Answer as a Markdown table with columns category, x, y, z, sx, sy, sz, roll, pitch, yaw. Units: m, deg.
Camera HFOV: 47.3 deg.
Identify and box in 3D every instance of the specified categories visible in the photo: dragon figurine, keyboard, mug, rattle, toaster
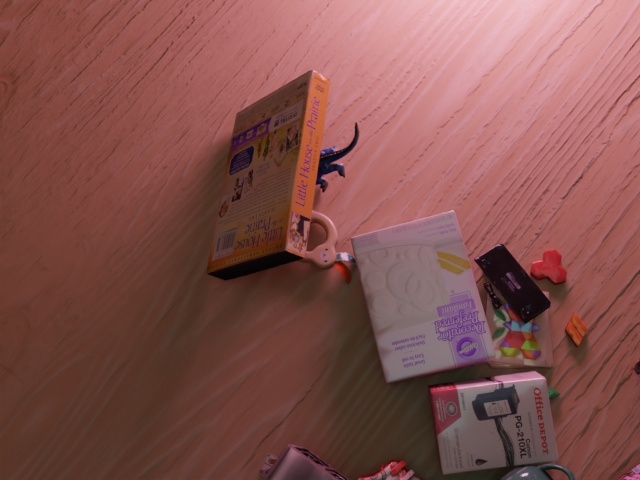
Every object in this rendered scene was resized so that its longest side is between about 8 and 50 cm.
| category | x | y | z | sx | sy | sz | roll | pitch | yaw |
| --- | --- | --- | --- | --- | --- | --- | --- | --- | --- |
| dragon figurine | -0.027 | -0.171 | 1.668 | 0.144 | 0.289 | 0.085 | -3 | 73 | -35 |
| keyboard | 0.410 | 0.101 | 1.613 | 0.108 | 0.023 | 0.180 | -31 | 68 | -12 |
| mug | 0.420 | 0.505 | 1.465 | 0.158 | 0.129 | 0.097 | -28 | 59 | -14 |
| rattle | 0.000 | 0.000 | 1.653 | 0.130 | 0.142 | 0.199 | -32 | 67 | -22 |
| toaster | -0.018 | 0.495 | 1.448 | 0.168 | 0.185 | 0.110 | 29 | 82 | 25 |

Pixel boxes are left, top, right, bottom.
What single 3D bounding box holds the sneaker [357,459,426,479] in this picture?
| category | x | y | z | sx | sy | sz | roll | pitch | yaw |
| --- | --- | --- | --- | --- | --- | --- | --- | --- | --- |
| sneaker | 0.210 | 0.519 | 1.508 | 0.270 | 0.090 | 0.144 | -14 | 76 | 5 |

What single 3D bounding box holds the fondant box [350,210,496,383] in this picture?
| category | x | y | z | sx | sy | sz | roll | pitch | yaw |
| --- | --- | --- | --- | --- | --- | --- | --- | --- | --- |
| fondant box | 0.222 | 0.125 | 1.597 | 0.238 | 0.096 | 0.330 | -15 | 76 | 7 |

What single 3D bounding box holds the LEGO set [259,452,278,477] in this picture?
| category | x | y | z | sx | sy | sz | roll | pitch | yaw |
| --- | --- | --- | --- | --- | --- | --- | --- | --- | --- |
| LEGO set | -0.040 | 0.585 | 1.548 | 0.244 | 0.060 | 0.182 | 19 | 77 | 23 |

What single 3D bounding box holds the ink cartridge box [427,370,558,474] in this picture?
| category | x | y | z | sx | sy | sz | roll | pitch | yaw |
| --- | --- | --- | --- | --- | --- | --- | --- | --- | --- |
| ink cartridge box | 0.355 | 0.375 | 1.515 | 0.237 | 0.100 | 0.171 | -8 | 86 | 3 |

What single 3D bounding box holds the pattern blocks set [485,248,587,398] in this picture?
| category | x | y | z | sx | sy | sz | roll | pitch | yaw |
| --- | --- | --- | --- | --- | --- | --- | --- | --- | --- |
| pattern blocks set | 0.437 | 0.190 | 1.610 | 0.286 | 0.026 | 0.324 | -9 | 74 | 3 |

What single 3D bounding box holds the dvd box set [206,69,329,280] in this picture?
| category | x | y | z | sx | sy | sz | roll | pitch | yaw |
| --- | --- | --- | --- | --- | --- | --- | --- | --- | --- |
| dvd box set | -0.117 | -0.137 | 1.619 | 0.062 | 0.308 | 0.420 | 22 | 65 | -34 |

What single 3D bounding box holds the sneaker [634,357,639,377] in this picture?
| category | x | y | z | sx | sy | sz | roll | pitch | yaw |
| --- | --- | --- | --- | --- | --- | --- | --- | --- | --- |
| sneaker | 0.795 | 0.236 | 1.533 | 0.272 | 0.100 | 0.108 | -34 | 88 | 0 |

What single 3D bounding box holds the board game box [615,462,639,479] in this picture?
| category | x | y | z | sx | sy | sz | roll | pitch | yaw |
| --- | --- | --- | --- | --- | --- | --- | --- | --- | --- |
| board game box | 0.679 | 0.561 | 1.411 | 0.291 | 0.141 | 0.232 | -34 | 80 | -4 |
